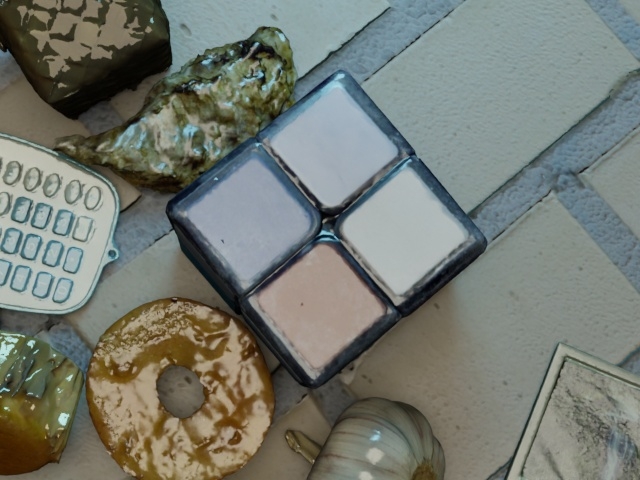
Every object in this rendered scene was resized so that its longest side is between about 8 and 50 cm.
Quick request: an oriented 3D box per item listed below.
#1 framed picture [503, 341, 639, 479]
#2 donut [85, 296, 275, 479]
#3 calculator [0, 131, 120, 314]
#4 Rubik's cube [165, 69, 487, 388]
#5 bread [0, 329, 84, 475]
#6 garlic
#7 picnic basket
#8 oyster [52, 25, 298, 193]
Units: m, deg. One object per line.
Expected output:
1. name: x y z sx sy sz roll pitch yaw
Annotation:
1. framed picture: 0.466 0.323 1.744 0.324 0.020 0.240 24 82 1
2. donut: -0.199 0.218 1.676 0.277 0.108 0.277 0 87 1
3. calculator: -0.489 -0.032 1.740 0.386 0.054 0.256 17 81 -1
4. Rubik's cube: 0.000 0.000 1.625 0.316 0.318 0.313 -39 87 -6
5. bread: -0.531 0.222 1.623 0.388 0.236 0.183 8 64 8
6. garlic: 0.046 0.329 1.652 0.253 0.245 0.245 12 79 35
7. picnic basket: -0.367 -0.359 1.673 0.254 0.291 0.321 -27 92 -6
8. oyster: -0.189 -0.170 1.750 0.396 0.111 0.204 -34 87 -11
